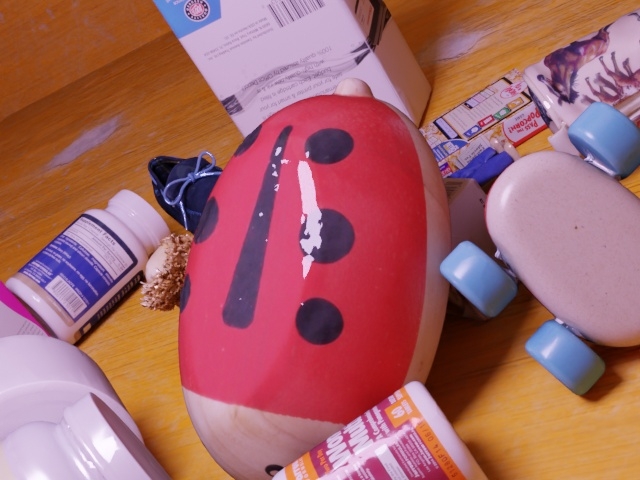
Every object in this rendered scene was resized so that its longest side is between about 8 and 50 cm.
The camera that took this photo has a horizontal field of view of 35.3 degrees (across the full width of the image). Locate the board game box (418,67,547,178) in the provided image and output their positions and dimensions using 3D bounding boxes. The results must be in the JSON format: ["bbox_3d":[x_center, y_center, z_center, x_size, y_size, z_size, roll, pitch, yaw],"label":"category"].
[{"bbox_3d":[0.230,-0.163,1.449,0.194,0.045,0.146,-32,25,5],"label":"board game box"}]

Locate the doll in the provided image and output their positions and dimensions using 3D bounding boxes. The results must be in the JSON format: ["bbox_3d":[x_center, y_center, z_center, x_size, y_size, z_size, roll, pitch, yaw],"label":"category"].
[{"bbox_3d":[0.179,-0.063,1.335,0.189,0.046,0.129,-37,24,-7],"label":"doll"}]

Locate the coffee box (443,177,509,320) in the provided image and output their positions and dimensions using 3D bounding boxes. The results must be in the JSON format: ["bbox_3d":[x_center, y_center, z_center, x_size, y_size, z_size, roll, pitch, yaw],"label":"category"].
[{"bbox_3d":[0.106,0.003,1.199,0.098,0.141,0.247,-48,27,-22],"label":"coffee box"}]

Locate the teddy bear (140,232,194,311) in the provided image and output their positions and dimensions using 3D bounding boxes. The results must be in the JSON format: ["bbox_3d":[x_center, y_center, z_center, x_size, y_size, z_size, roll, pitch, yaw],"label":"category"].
[{"bbox_3d":[-0.085,0.023,1.354,0.338,0.113,0.245,-15,-19,-30],"label":"teddy bear"}]

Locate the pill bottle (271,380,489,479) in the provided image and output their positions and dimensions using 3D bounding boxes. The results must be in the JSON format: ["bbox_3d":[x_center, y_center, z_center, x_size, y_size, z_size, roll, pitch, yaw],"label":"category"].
[{"bbox_3d":[0.031,0.234,0.905,0.221,0.121,0.121,-34,25,0],"label":"pill bottle"}]

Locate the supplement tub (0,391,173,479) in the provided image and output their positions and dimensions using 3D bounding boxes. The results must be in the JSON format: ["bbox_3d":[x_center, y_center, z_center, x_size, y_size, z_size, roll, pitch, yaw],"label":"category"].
[{"bbox_3d":[-0.295,0.330,0.997,0.325,0.235,0.235,-40,26,-11],"label":"supplement tub"}]

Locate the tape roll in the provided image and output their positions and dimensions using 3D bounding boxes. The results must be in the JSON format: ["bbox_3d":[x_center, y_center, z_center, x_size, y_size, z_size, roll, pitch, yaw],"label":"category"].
[{"bbox_3d":[-0.341,0.251,1.183,0.246,0.246,0.169,-39,25,-10],"label":"tape roll"}]

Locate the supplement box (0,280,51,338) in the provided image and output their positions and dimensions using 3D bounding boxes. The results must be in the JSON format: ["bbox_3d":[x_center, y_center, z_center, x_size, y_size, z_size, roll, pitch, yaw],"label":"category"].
[{"bbox_3d":[-0.513,0.162,1.573,0.114,0.220,0.111,-22,28,28],"label":"supplement box"}]

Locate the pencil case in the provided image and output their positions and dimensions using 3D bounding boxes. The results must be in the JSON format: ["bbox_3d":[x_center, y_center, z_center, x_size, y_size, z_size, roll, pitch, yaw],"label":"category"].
[{"bbox_3d":[0.440,-0.226,1.174,0.410,0.159,0.183,-30,11,9],"label":"pencil case"}]

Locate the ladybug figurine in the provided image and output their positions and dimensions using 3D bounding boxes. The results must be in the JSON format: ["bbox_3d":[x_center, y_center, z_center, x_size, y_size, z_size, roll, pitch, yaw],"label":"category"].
[{"bbox_3d":[-0.025,0.042,1.036,0.305,0.162,0.449,5,81,36],"label":"ladybug figurine"}]

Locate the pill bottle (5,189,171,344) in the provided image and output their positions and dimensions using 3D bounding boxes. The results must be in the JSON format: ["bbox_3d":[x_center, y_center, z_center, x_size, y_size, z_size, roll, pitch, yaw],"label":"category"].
[{"bbox_3d":[-0.388,0.042,1.711,0.264,0.153,0.153,-46,27,-24],"label":"pill bottle"}]

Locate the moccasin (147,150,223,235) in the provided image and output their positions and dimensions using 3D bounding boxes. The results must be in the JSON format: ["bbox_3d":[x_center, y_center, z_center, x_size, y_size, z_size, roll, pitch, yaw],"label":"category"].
[{"bbox_3d":[-0.232,-0.085,1.785,0.138,0.116,0.342,-45,27,-21],"label":"moccasin"}]

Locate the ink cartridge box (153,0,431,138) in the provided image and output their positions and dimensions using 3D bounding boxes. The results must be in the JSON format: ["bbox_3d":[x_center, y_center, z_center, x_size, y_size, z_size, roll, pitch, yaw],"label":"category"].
[{"bbox_3d":[-0.038,-0.321,1.646,0.286,0.394,0.166,-19,27,29],"label":"ink cartridge box"}]

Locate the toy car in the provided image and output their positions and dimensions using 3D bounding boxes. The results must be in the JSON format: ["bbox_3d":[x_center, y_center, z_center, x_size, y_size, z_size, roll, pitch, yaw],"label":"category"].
[{"bbox_3d":[0.254,0.007,1.022,0.219,0.210,0.238,-48,-3,3],"label":"toy car"}]
